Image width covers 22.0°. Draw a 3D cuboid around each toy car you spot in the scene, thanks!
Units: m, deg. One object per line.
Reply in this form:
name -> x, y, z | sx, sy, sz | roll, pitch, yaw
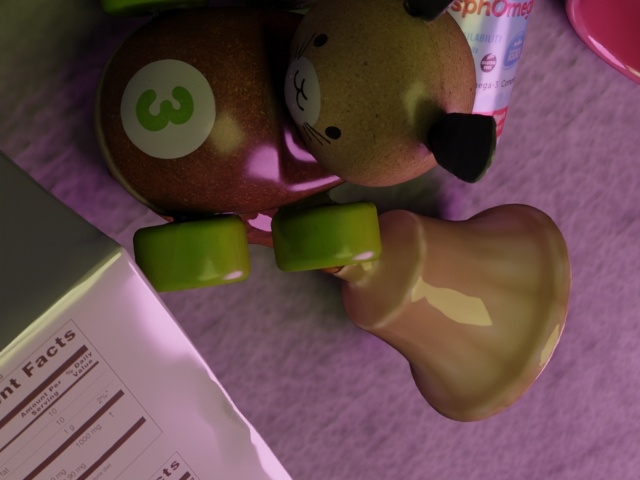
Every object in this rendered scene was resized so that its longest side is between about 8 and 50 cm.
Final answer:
toy car -> 0.005, -0.064, 0.700 | 0.149, 0.188, 0.155 | -8, 91, -36

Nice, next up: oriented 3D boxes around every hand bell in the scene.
hand bell -> 0.000, 0.000, 0.843 | 0.242, 0.126, 0.126 | 23, 99, -32

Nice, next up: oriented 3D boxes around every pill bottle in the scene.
pill bottle -> 0.063, -0.127, 0.814 | 0.087, 0.087, 0.160 | -6, 117, -36

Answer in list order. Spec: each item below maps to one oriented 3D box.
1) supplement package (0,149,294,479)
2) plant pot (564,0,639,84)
supplement package -> -0.116, 0.096, 0.763 | 0.134, 0.139, 0.244 | -43, 132, -12
plant pot -> 0.255, -0.172, 0.884 | 0.201, 0.201, 0.180 | 35, 75, -44
